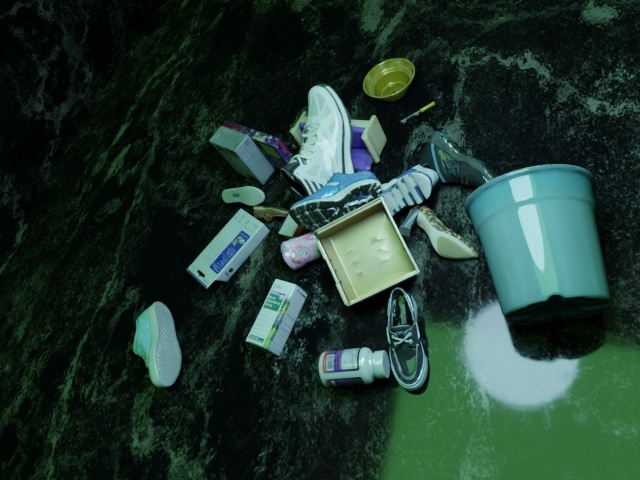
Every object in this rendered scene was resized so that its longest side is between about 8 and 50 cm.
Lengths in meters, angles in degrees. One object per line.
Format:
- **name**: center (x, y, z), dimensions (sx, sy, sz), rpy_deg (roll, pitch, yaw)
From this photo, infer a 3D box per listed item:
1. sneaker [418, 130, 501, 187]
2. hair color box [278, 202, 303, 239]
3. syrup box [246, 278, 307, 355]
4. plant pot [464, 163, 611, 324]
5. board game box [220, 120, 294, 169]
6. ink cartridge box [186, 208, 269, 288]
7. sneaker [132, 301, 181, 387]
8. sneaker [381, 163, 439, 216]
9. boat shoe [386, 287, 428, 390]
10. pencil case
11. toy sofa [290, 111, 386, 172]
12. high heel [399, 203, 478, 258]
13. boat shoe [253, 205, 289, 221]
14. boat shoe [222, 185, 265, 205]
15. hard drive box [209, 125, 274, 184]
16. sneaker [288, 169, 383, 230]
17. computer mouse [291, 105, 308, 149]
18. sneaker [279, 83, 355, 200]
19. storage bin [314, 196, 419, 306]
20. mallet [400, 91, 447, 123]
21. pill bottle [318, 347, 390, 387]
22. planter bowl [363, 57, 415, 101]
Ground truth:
- **sneaker**: center (0.479, -0.232, 1.645), dimensions (0.341, 0.125, 0.139), rpy_deg (48, 116, 37)
- **hair color box**: center (-0.096, -0.070, 1.867), dimensions (0.072, 0.043, 0.141), rpy_deg (15, 69, 34)
- **syrup box**: center (-0.146, 0.260, 1.650), dimensions (0.093, 0.096, 0.236), rpy_deg (12, 68, 33)
- **plant pot**: center (0.586, 0.031, 1.285), dimensions (0.342, 0.341, 0.333), rpy_deg (-13, 63, 20)
- **board game box**: center (-0.249, -0.389, 2.045), dimensions (0.347, 0.208, 0.056), rpy_deg (26, 72, 36)
- **ink cartridge box**: center (-0.367, 0.039, 1.927), dimensions (0.332, 0.065, 0.165), rpy_deg (-49, 51, -9)
- **sneaker**: center (-0.617, 0.406, 1.794), dimensions (0.150, 0.135, 0.365), rpy_deg (-36, 41, 12)
- **sneaker**: center (0.289, -0.169, 1.683), dimensions (0.316, 0.127, 0.182), rpy_deg (-20, 8, 45)
- **boat shoe**: center (0.246, 0.282, 1.425), dimensions (0.108, 0.102, 0.301), rpy_deg (-11, 56, 22)
- **pencil case**: center (0.000, 0.000, 1.721), dimensions (0.284, 0.124, 0.124), rpy_deg (-26, 52, 11)
- **toy sofa**: center (0.060, -0.391, 1.921), dimensions (0.363, 0.150, 0.177), rpy_deg (14, 67, 33)
- **high heel**: center (0.404, -0.040, 1.578), dimensions (0.261, 0.093, 0.186), rpy_deg (24, 41, 16)
- **boat shoe**: center (-0.196, -0.105, 1.936), dimensions (0.178, 0.064, 0.060), rpy_deg (7, 98, 34)
- **boat shoe**: center (-0.309, -0.193, 2.030), dimensions (0.228, 0.081, 0.079), rpy_deg (5, 106, 35)
- **hard drive box**: center (-0.328, -0.360, 2.051), dimensions (0.181, 0.232, 0.089), rpy_deg (26, 76, 38)
- **sneaker**: center (0.048, -0.144, 1.655), dimensions (0.330, 0.129, 0.147), rpy_deg (-20, 37, 11)
- **computer mouse**: center (-0.087, -0.502, 2.139), dimensions (0.071, 0.041, 0.241), rpy_deg (0, 61, 27)
- **sneaker**: center (-0.026, -0.330, 1.725), dimensions (0.169, 0.258, 0.446), rpy_deg (-4, 99, 55)
- **storage bin**: center (0.144, 0.043, 1.554), dimensions (0.261, 0.123, 0.262), rpy_deg (-27, 78, 9)
- **mallet**: center (0.404, -0.504, 1.893), dimensions (0.190, 0.062, 0.039), rpy_deg (-32, 48, 25)
- **pill bottle**: center (0.102, 0.375, 1.438), dimensions (0.194, 0.108, 0.108), rpy_deg (-11, 56, 21)
- **planter bowl**: center (0.292, -0.638, 1.995), dimensions (0.217, 0.090, 0.217), rpy_deg (-13, 55, 19)
